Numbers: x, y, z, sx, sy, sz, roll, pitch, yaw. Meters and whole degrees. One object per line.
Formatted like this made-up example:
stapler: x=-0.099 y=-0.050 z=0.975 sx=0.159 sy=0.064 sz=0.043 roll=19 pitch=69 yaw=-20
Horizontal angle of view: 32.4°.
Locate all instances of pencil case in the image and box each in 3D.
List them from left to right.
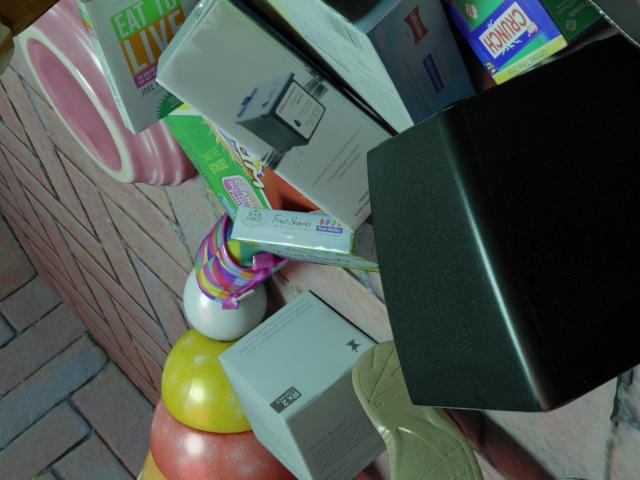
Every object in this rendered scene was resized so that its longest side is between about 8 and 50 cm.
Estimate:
pencil case: x=-0.097 y=0.019 z=1.371 sx=0.104 sy=0.104 sz=0.236 roll=52 pitch=162 yaw=3

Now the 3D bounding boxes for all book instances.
book: x=-0.146 y=-0.171 z=0.937 sx=0.035 sy=0.096 sz=0.144 roll=38 pitch=157 yaw=35

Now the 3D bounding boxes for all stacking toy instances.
stacking toy: x=-0.123 y=0.233 z=1.616 sx=0.350 sy=0.350 sz=0.480 roll=35 pitch=138 yaw=42

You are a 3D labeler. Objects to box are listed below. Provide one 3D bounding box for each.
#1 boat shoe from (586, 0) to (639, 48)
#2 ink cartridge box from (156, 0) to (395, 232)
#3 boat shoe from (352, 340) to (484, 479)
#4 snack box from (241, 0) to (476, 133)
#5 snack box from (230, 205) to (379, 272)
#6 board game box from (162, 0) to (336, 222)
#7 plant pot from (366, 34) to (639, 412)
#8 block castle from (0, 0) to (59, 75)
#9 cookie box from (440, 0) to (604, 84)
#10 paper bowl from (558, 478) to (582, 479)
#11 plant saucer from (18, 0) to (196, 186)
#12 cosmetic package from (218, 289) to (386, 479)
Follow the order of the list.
boat shoe: x=0.132 y=-0.155 z=0.586 sx=0.152 sy=0.049 sz=0.056 roll=50 pitch=161 yaw=6
ink cartridge box: x=-0.031 y=-0.107 z=0.864 sx=0.190 sy=0.082 sz=0.140 roll=36 pitch=-171 yaw=-15
boat shoe: x=0.121 y=0.236 z=1.198 sx=0.092 sy=0.102 sz=0.285 roll=45 pitch=-167 yaw=-47
snack box: x=-0.032 y=-0.205 z=0.789 sx=0.322 sy=0.060 sz=0.187 roll=43 pitch=178 yaw=26
snack box: x=0.000 y=0.000 z=1.057 sx=0.141 sy=0.037 sz=0.100 roll=7 pitch=169 yaw=36
board game box: x=-0.080 y=-0.135 z=1.100 sx=0.242 sy=0.064 sz=0.316 roll=55 pitch=161 yaw=-8
plant pot: x=0.132 y=-0.013 z=0.662 sx=0.167 sy=0.187 sz=0.188 roll=66 pitch=161 yaw=-2
block castle: x=-0.287 y=-0.367 z=0.809 sx=0.212 sy=0.303 sz=0.453 roll=35 pitch=156 yaw=26
cookie box: x=0.108 y=-0.156 z=0.655 sx=0.107 sy=0.040 sz=0.092 roll=54 pitch=162 yaw=-4
paper bowl: x=0.280 y=0.385 z=1.067 sx=0.284 sy=0.148 sz=0.284 roll=45 pitch=162 yaw=20
plant saucer: x=-0.297 y=-0.201 z=1.468 sx=0.332 sy=0.084 sz=0.332 roll=44 pitch=159 yaw=21
cosmetic package: x=-0.008 y=0.196 z=1.395 sx=0.151 sy=0.151 sz=0.184 roll=35 pitch=154 yaw=42
